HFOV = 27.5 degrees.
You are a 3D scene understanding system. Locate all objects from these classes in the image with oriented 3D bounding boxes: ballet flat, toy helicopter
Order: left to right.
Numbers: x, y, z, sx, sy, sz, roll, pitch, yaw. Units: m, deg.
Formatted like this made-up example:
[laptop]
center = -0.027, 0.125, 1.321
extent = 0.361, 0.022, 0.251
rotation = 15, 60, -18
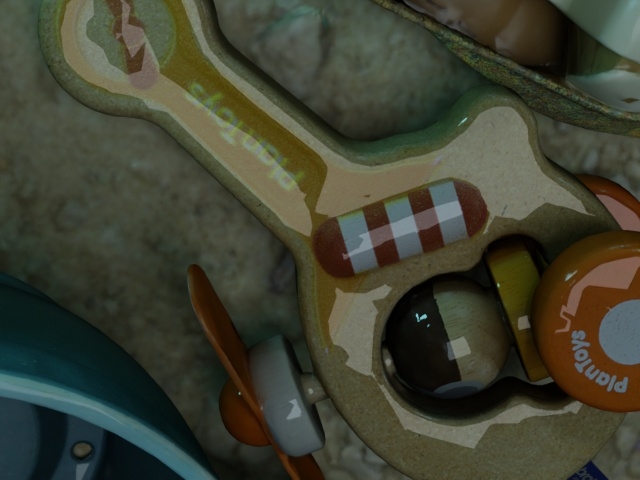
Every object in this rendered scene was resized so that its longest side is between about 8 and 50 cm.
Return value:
[toy helicopter]
center = 0.000, 0.000, 0.643
extent = 0.355, 0.140, 0.235
rotation = 41, 103, -11
[ballet flat]
center = 0.102, -0.126, 0.614
extent = 0.348, 0.123, 0.123
rotation = 22, 101, -20

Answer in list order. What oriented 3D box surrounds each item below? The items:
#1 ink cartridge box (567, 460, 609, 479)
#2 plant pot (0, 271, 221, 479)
[ink cartridge box]
center = 0.159, 0.229, 0.751
extent = 0.046, 0.097, 0.207
rotation = -16, 111, -9
[plant pot]
center = -0.166, 0.129, 0.551
extent = 0.272, 0.255, 0.271
rotation = -4, 109, -13
